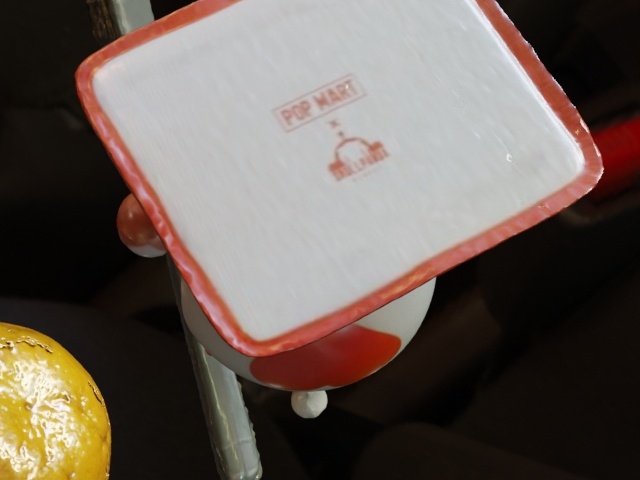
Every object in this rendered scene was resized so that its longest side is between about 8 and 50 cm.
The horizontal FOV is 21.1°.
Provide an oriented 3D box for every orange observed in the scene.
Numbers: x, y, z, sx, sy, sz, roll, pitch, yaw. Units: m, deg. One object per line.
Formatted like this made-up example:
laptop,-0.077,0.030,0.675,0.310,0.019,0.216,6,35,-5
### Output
orange,-0.103,0.065,0.512,0.070,0.083,0.083,-33,63,41

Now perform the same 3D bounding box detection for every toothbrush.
toothbrush,-0.077,0.001,0.940,0.030,0.030,0.297,0,108,45

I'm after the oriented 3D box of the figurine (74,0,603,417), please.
figurine,0.000,0.000,0.809,0.183,0.226,0.160,-26,68,-17
